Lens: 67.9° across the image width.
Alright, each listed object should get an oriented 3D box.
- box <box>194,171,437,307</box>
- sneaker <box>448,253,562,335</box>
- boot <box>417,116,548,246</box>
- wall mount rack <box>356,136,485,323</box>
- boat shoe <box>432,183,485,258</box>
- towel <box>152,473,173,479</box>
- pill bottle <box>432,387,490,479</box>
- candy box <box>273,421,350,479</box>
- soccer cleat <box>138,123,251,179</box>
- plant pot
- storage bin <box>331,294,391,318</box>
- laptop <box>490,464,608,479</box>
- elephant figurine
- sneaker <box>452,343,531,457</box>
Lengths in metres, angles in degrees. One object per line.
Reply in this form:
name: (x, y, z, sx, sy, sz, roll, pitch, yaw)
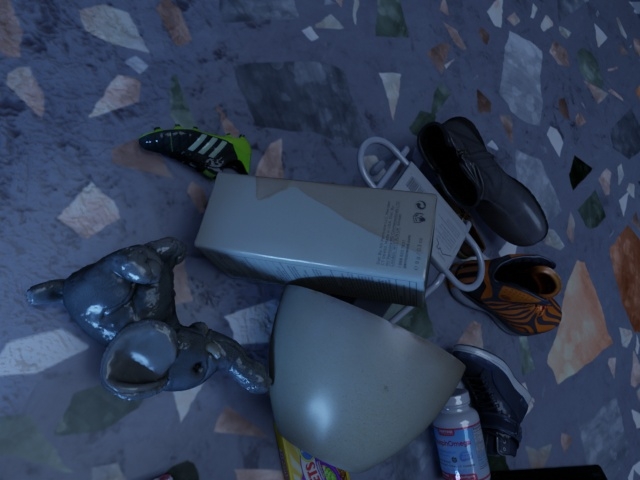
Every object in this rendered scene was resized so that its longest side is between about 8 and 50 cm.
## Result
box: (0.000, 0.000, 0.679, 0.311, 0.148, 0.121, 8, 70, 13)
sneaker: (0.436, 0.121, 0.984, 0.321, 0.180, 0.124, 20, 70, -26)
boot: (0.319, -0.095, 0.954, 0.338, 0.118, 0.223, 49, 32, 2)
wall mount rack: (0.134, 0.000, 0.871, 0.350, 0.130, 0.304, 47, 57, -13)
boat shoe: (0.292, -0.045, 1.005, 0.064, 0.060, 0.178, -34, 97, -31)
towel: (-0.268, 0.404, 0.599, 0.197, 0.029, 0.144, -13, 89, -32)
pill bottle: (0.256, 0.363, 0.880, 0.087, 0.087, 0.160, -6, 82, -31)
candy box: (-0.005, 0.376, 0.759, 0.105, 0.027, 0.205, -10, 84, -30)
soccer cleat: (-0.189, -0.135, 0.743, 0.179, 0.060, 0.072, -1, 81, -34)
plant pot: (0.038, 0.211, 0.686, 0.284, 0.284, 0.191, 30, 76, -22)
storage bin: (0.081, 0.072, 0.779, 0.098, 0.091, 0.135, 31, 98, -12)
laptop: (0.482, 0.719, 0.979, 0.382, 0.236, 0.408, 12, 45, -28)
elephant figurine: (-0.209, 0.128, 0.611, 0.169, 0.186, 0.239, -20, 88, -64)
sneaker: (0.321, 0.321, 0.929, 0.226, 0.086, 0.163, 43, 59, -17)
